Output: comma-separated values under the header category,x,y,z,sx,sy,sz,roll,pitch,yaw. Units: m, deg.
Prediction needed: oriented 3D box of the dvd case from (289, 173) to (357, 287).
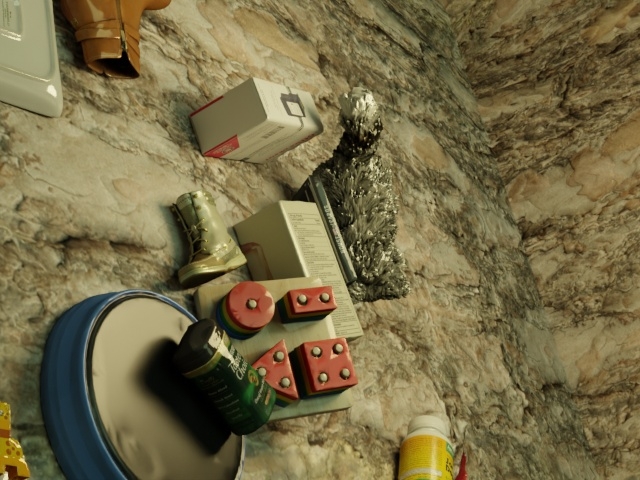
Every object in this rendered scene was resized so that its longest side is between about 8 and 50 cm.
category,x,y,z,sx,sy,sz,roll,pitch,yaw
dvd case,0.000,0.000,2.164,0.029,0.179,0.239,-16,78,-22

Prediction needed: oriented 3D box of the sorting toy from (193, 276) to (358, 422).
category,x,y,z,sx,sy,sz,roll,pitch,yaw
sorting toy,-0.070,0.183,1.805,0.255,0.089,0.257,-4,68,-30

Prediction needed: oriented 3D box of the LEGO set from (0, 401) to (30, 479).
category,x,y,z,sx,sy,sz,roll,pitch,yaw
LEGO set,-0.426,0.245,1.236,0.227,0.087,0.093,30,42,-51

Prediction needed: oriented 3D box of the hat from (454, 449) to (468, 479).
category,x,y,z,sx,sy,sz,roll,pitch,yaw
hat,0.277,0.585,2.273,0.208,0.173,0.183,16,13,-40

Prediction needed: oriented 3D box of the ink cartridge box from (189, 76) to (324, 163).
category,x,y,z,sx,sy,sz,roll,pitch,yaw
ink cartridge box,-0.129,-0.245,2.117,0.237,0.172,0.100,1,66,-61

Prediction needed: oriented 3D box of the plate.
category,x,y,z,sx,sy,sz,roll,pitch,yaw
plate,-0.516,-0.356,1.612,0.278,0.045,0.277,14,63,-56

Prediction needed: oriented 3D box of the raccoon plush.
category,x,y,z,sx,sy,sz,roll,pitch,yaw
raccoon plush,0.074,-0.063,2.180,0.446,0.216,0.299,72,3,-50

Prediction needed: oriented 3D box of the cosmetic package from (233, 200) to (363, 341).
category,x,y,z,sx,sy,sz,roll,pitch,yaw
cosmetic package,-0.044,0.080,2.034,0.153,0.129,0.296,2,66,-59

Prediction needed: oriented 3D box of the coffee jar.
category,x,y,z,sx,sy,sz,roll,pitch,yaw
coffee jar,-0.152,0.214,1.600,0.184,0.079,0.096,52,28,-22

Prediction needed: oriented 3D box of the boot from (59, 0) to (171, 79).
category,x,y,z,sx,sy,sz,roll,pitch,yaw
boot,-0.362,-0.409,1.905,0.283,0.109,0.220,2,64,-59

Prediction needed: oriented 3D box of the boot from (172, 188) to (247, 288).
category,x,y,z,sx,sy,sz,roll,pitch,yaw
boot,-0.223,-0.006,1.843,0.165,0.077,0.213,65,21,1

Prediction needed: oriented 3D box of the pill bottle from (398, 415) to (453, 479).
category,x,y,z,sx,sy,sz,roll,pitch,yaw
pill bottle,0.227,0.484,2.183,0.117,0.117,0.208,49,29,-28

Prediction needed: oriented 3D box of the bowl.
category,x,y,z,sx,sy,sz,roll,pitch,yaw
bowl,-0.254,0.254,1.554,0.391,0.077,0.391,43,33,-37
